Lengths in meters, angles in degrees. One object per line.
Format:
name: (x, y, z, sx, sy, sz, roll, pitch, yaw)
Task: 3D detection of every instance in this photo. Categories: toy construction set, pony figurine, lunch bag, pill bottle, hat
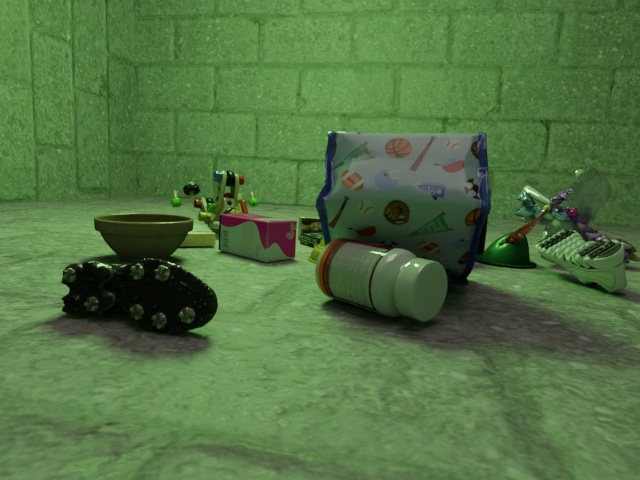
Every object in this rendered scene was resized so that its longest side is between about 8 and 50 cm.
toy construction set: (-0.345, -0.092, 1.738, 0.258, 0.237, 0.309, -25, -23, 24)
pony figurine: (0.805, -0.061, 1.504, 0.351, 0.302, 0.363, 27, 11, -28)
lunch bag: (0.177, -0.031, 1.027, 0.328, 0.238, 0.385, 5, -30, 10)
pill bottle: (0.104, 0.067, 0.829, 0.121, 0.121, 0.221, -4, 11, -42)
hat: (0.576, -0.021, 1.402, 0.209, 0.183, 0.173, 9, 10, 34)

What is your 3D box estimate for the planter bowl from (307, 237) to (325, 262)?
planter bowl: (0.074, 0.013, 1.319, 0.217, 0.090, 0.217, 3, 7, 0)

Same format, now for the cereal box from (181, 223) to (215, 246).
cereal box: (-0.448, -0.019, 1.502, 0.173, 0.047, 0.240, -1, 9, -24)

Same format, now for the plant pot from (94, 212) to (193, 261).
plant pot: (-0.449, -0.007, 1.197, 0.238, 0.109, 0.237, 2, 8, 0)

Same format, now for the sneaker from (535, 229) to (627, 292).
sneaker: (0.653, 0.051, 1.182, 0.110, 0.118, 0.292, -29, 12, 2)

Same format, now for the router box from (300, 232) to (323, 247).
router box: (0.000, 0.000, 1.565, 0.092, 0.038, 0.122, -3, 10, -33)

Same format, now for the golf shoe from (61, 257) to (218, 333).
golf shoe: (-0.268, 0.075, 0.730, 0.273, 0.105, 0.120, 6, 2, 20)

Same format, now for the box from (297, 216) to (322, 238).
box: (0.035, -0.041, 1.710, 0.233, 0.087, 0.058, 2, 6, 2)

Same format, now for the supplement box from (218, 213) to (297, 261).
supplement box: (-0.182, -0.013, 1.329, 0.220, 0.111, 0.114, 12, 11, 44)

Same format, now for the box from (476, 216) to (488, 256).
box: (0.514, -0.035, 1.581, 0.093, 0.155, 0.158, 6, 8, 17)
